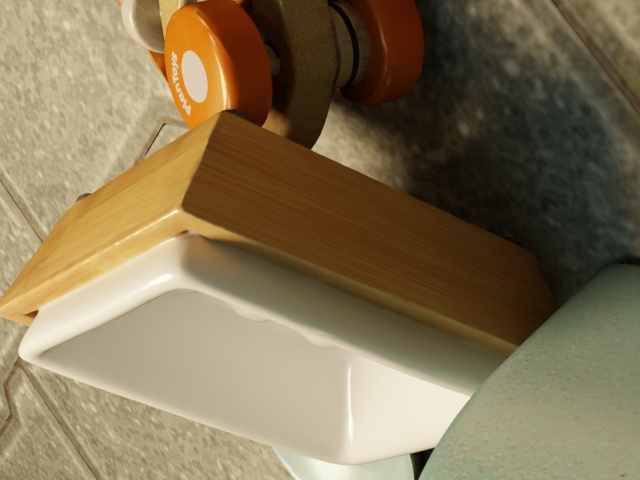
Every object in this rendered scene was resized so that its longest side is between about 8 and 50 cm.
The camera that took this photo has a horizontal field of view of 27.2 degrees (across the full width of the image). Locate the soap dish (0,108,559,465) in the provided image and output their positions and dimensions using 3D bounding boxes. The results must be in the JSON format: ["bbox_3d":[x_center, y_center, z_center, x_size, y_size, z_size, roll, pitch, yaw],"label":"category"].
[{"bbox_3d":[-0.019,0.040,0.819,0.229,0.291,0.118,-25,50,49],"label":"soap dish"}]

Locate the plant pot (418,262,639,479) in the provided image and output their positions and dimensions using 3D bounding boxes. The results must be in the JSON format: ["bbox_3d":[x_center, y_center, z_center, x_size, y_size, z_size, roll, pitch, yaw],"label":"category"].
[{"bbox_3d":[0.180,0.182,0.659,0.248,0.252,0.247,5,120,56],"label":"plant pot"}]

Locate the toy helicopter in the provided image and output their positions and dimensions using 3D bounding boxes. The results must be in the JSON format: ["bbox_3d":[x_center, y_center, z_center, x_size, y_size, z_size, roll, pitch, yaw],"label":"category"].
[{"bbox_3d":[-0.084,-0.214,0.867,0.235,0.140,0.355,-18,89,62],"label":"toy helicopter"}]

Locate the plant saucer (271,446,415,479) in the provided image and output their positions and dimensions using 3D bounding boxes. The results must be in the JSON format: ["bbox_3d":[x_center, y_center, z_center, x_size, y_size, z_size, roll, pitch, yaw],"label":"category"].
[{"bbox_3d":[0.015,0.139,1.054,0.195,0.037,0.195,31,136,35],"label":"plant saucer"}]
